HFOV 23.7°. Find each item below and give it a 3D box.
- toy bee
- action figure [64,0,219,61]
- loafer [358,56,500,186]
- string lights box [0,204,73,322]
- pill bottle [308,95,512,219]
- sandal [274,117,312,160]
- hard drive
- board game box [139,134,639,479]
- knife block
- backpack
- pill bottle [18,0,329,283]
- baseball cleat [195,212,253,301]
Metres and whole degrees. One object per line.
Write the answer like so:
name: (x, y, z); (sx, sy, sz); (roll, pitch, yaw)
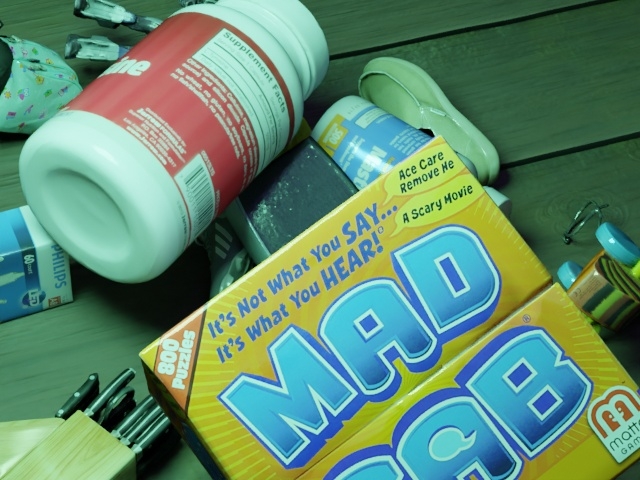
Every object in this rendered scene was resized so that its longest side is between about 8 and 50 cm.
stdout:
toy bee: (0.407, 0.048, 2.002); (0.162, 0.195, 0.298); (39, 42, -4)
action figure: (-0.221, -0.280, 2.209); (0.285, 0.099, 0.185); (10, 87, -7)
loafer: (0.142, -0.166, 2.197); (0.092, 0.102, 0.268); (-29, 58, -33)
string lights box: (-0.453, 0.048, 1.939); (0.259, 0.133, 0.077); (-17, 53, -18)
pill bottle: (0.118, -0.073, 2.081); (0.272, 0.152, 0.152); (32, 54, 21)
sandal: (-0.167, -0.150, 2.152); (0.317, 0.126, 0.138); (3, 7, -17)
hard drive: (0.000, 0.000, 1.993); (0.172, 0.054, 0.255); (-34, 82, -10)
board game box: (0.065, 0.172, 1.557); (0.356, 0.356, 0.356); (-36, 84, -11)
knife block: (-0.265, 0.282, 1.785); (0.242, 0.088, 0.276); (-3, 49, -7)
backpack: (-0.429, -0.217, 2.158); (0.182, 0.152, 0.115); (6, 43, -53)
pill bottle: (-0.168, -0.151, 1.924); (0.229, 0.229, 0.408); (28, 51, 18)
baseball cleat: (-0.134, 0.016, 2.051); (0.109, 0.072, 0.206); (3, 45, 18)
